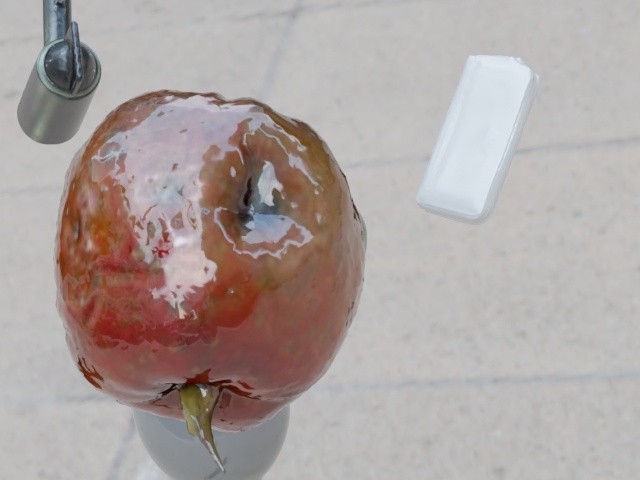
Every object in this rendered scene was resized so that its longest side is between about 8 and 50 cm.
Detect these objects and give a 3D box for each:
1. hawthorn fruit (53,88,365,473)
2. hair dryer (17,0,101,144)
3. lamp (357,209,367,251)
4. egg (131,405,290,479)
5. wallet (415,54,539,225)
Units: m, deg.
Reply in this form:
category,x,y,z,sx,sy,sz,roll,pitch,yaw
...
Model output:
category,x,y,z,sx,sy,sz,roll,pitch,yaw
hawthorn fruit,-0.093,0.015,1.294,0.258,0.258,0.261,25,93,44
hair dryer,-0.301,-0.259,1.913,0.078,0.195,0.248,0,71,-19
lamp,0.000,0.000,1.814,0.105,0.105,0.105,-10,34,7
egg,-0.124,0.171,1.855,0.176,0.232,0.176,-5,26,3
wallet,0.170,-0.111,1.786,0.095,0.033,0.190,18,82,34
